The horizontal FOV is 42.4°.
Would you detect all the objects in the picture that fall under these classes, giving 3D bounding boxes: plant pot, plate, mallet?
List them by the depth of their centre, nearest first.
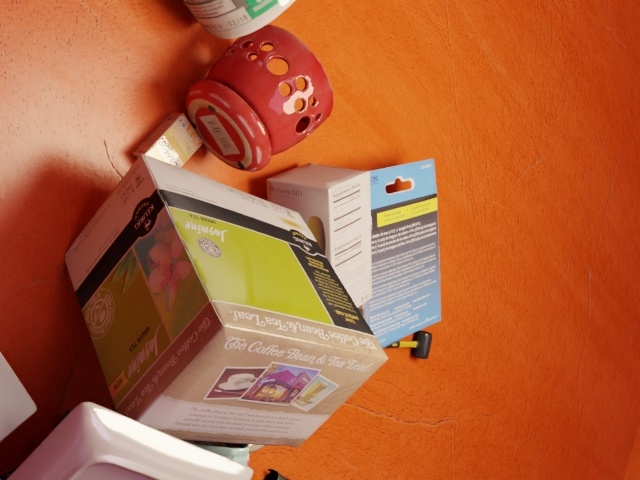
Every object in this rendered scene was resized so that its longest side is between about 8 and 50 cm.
[{"bbox_3d":[-0.267,0.348,1.049,0.278,0.045,0.277,-44,127,16],"label":"plate"},{"bbox_3d":[-0.101,-0.217,1.304,0.174,0.191,0.191,-48,128,-28],"label":"plant pot"},{"bbox_3d":[0.172,0.234,1.790,0.189,0.039,0.062,-2,100,-42],"label":"mallet"}]

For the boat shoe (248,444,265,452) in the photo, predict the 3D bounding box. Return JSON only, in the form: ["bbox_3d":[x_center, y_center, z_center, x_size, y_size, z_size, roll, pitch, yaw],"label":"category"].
[{"bbox_3d":[-0.092,0.245,1.453,0.355,0.132,0.130,-36,112,-48],"label":"boat shoe"}]

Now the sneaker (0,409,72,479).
[{"bbox_3d":[-0.391,0.315,1.131,0.295,0.123,0.179,29,65,-34],"label":"sneaker"}]

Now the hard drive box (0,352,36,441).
[{"bbox_3d":[-0.464,0.123,0.973,0.089,0.181,0.232,-44,125,-33],"label":"hard drive box"}]

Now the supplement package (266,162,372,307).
[{"bbox_3d":[0.000,0.000,1.460,0.134,0.139,0.244,-28,121,-51],"label":"supplement package"}]

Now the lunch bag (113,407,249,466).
[{"bbox_3d":[-0.203,0.380,1.236,0.160,0.262,0.224,9,89,-47],"label":"lunch bag"}]

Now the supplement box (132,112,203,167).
[{"bbox_3d":[-0.236,-0.144,1.281,0.098,0.036,0.062,-54,130,-27],"label":"supplement box"}]

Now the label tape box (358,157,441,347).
[{"bbox_3d":[0.123,0.022,1.645,0.249,0.115,0.348,-16,105,-45],"label":"label tape box"}]

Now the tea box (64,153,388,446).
[{"bbox_3d":[-0.137,0.097,1.178,0.329,0.324,0.220,20,119,-46],"label":"tea box"}]

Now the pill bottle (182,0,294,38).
[{"bbox_3d":[-0.181,-0.483,1.163,0.361,0.204,0.204,49,61,-39],"label":"pill bottle"}]

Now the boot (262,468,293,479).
[{"bbox_3d":[-0.086,0.537,1.538,0.137,0.076,0.198,42,53,-37],"label":"boot"}]
